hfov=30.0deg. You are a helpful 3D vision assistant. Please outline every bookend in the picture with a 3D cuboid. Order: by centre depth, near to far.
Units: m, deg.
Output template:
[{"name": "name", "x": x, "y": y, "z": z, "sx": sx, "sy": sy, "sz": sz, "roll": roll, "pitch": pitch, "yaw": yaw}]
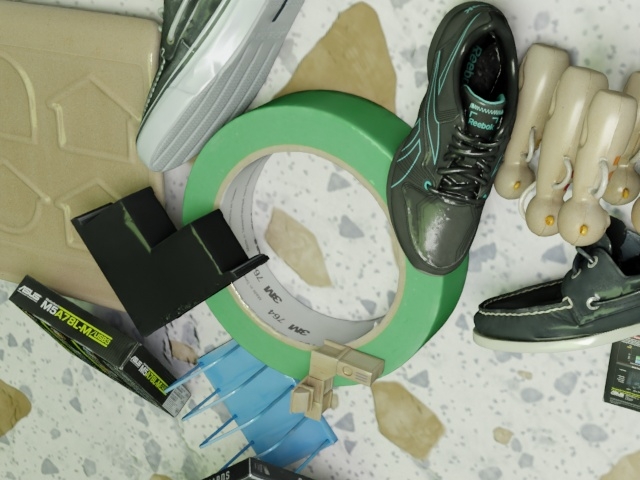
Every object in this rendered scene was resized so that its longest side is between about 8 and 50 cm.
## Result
[{"name": "bookend", "x": -0.167, "y": 0.000, "z": 1.310, "sx": 0.156, "sy": 0.072, "sz": 0.157, "roll": -33, "pitch": 89, "yaw": 33}]

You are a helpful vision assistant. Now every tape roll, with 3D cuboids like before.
[{"name": "tape roll", "x": 0.000, "y": 0.000, "z": 1.305, "sx": 0.321, "sy": 0.077, "sz": 0.321, "roll": 12, "pitch": 115, "yaw": 26}]

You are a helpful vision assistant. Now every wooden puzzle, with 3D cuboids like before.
[{"name": "wooden puzzle", "x": -0.312, "y": -0.110, "z": 1.448, "sx": 0.322, "sy": 0.080, "sz": 0.348, "roll": 12, "pitch": 111, "yaw": 26}]

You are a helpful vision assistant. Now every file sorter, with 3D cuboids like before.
[{"name": "file sorter", "x": -0.088, "y": 0.210, "z": 1.426, "sx": 0.118, "sy": 0.104, "sz": 0.170, "roll": -31, "pitch": 92, "yaw": 36}]

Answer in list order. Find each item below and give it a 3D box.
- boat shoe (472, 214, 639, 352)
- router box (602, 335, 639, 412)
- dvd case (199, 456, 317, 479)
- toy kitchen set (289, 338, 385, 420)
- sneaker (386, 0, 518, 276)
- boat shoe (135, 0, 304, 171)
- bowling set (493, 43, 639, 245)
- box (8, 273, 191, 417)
[{"name": "boat shoe", "x": 0.294, "y": 0.028, "z": 1.113, "sx": 0.340, "sy": 0.127, "sz": 0.113, "roll": -10, "pitch": 103, "yaw": 31}, {"name": "router box", "x": 0.346, "y": 0.129, "z": 1.177, "sx": 0.122, "sy": 0.038, "sz": 0.092, "roll": 15, "pitch": 117, "yaw": 24}, {"name": "dvd case", "x": -0.051, "y": 0.325, "z": 1.404, "sx": 0.238, "sy": 0.030, "sz": 0.179, "roll": 27, "pitch": 136, "yaw": -36}, {"name": "toy kitchen set", "x": 0.016, "y": 0.165, "z": 1.274, "sx": 0.075, "sy": 0.068, "sz": 0.083, "roll": 18, "pitch": 118, "yaw": 23}, {"name": "sneaker", "x": 0.127, "y": -0.093, "z": 1.126, "sx": 0.101, "sy": 0.106, "sz": 0.267, "roll": 7, "pitch": 99, "yaw": -10}, {"name": "boat shoe", "x": -0.111, "y": -0.227, "z": 1.266, "sx": 0.119, "sy": 0.121, "sz": 0.335, "roll": 44, "pitch": 113, "yaw": 18}, {"name": "bowling set", "x": 0.276, "y": -0.063, "z": 1.051, "sx": 0.200, "sy": 0.287, "sz": 0.154, "roll": 11, "pitch": 108, "yaw": -5}, {"name": "box", "x": -0.266, "y": 0.132, "z": 1.458, "sx": 0.184, "sy": 0.045, "sz": 0.191, "roll": 29, "pitch": 165, "yaw": 26}]
